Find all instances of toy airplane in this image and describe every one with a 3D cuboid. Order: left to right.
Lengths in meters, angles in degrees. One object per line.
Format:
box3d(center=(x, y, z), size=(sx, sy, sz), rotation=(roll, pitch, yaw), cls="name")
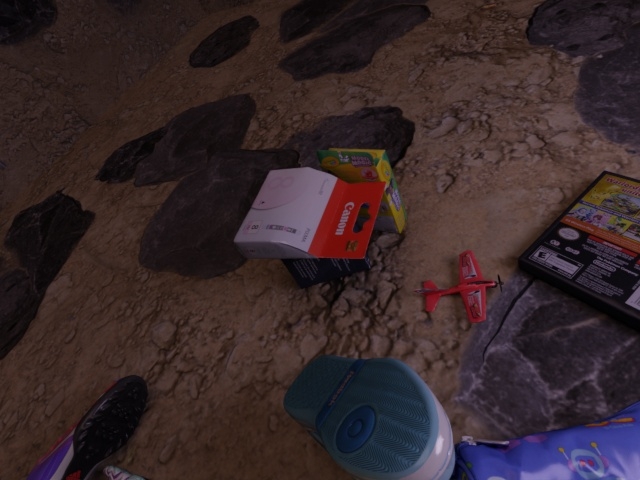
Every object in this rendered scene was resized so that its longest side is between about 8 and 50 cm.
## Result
box3d(center=(0.239, 0.087, 0.723), size=(0.151, 0.028, 0.151), rotation=(-15, 44, 15), cls="toy airplane")

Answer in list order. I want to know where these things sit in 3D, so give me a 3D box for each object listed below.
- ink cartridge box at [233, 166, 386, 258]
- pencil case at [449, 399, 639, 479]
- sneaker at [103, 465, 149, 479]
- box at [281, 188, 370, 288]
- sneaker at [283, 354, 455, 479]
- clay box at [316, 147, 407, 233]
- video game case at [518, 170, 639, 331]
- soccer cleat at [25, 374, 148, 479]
box3d(center=(-0.018, -0.055, 0.740), size=(0.232, 0.066, 0.189), rotation=(-4, 48, 30), cls="ink cartridge box")
box3d(center=(0.274, 0.251, 0.429), size=(0.306, 0.119, 0.133), rotation=(-9, 67, -7), cls="pencil case")
box3d(center=(-0.348, 0.430, 0.706), size=(0.098, 0.038, 0.069), rotation=(0, 50, 28), cls="sneaker")
box3d(center=(0.000, 0.000, 0.833), size=(0.158, 0.156, 0.093), rotation=(-17, 44, 12), cls="box")
box3d(center=(0.091, 0.247, 0.497), size=(0.127, 0.208, 0.319), rotation=(-46, 10, -18), cls="sneaker")
box3d(center=(0.087, -0.109, 0.838), size=(0.127, 0.222, 0.053), rotation=(10, 56, 33), cls="clay box")
box3d(center=(0.508, 0.018, 0.643), size=(0.248, 0.035, 0.275), rotation=(-41, 44, -12), cls="video game case")
box3d(center=(-0.447, 0.385, 0.754), size=(0.116, 0.108, 0.318), rotation=(7, 57, 37), cls="soccer cleat")
